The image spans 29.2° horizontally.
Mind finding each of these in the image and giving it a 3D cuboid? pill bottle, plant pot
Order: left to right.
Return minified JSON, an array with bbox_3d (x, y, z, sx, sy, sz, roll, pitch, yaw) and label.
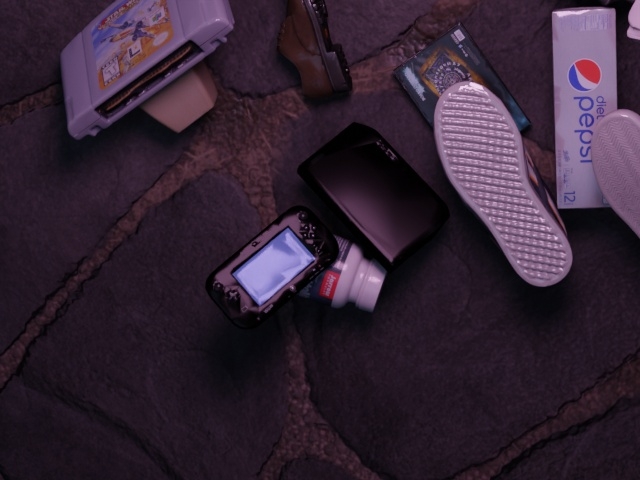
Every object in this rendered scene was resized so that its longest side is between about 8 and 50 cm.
[{"bbox_3d":[-0.216,-0.230,1.871,0.109,0.109,0.096,-36,108,15],"label":"plant pot"},{"bbox_3d":[0.009,0.043,1.887,0.180,0.108,0.108,19,105,5],"label":"pill bottle"}]

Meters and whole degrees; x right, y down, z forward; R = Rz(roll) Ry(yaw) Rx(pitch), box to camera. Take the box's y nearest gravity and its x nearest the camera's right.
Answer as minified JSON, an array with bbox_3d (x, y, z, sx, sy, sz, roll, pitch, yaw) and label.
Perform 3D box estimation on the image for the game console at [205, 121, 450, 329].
[{"bbox_3d":[0.000,0.000,1.821,0.361,0.044,0.213,-40,77,-13],"label":"game console"}]

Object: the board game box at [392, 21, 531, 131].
[{"bbox_3d":[0.212,-0.215,1.839,0.126,0.026,0.186,-34,95,15],"label":"board game box"}]

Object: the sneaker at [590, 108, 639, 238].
[{"bbox_3d":[0.486,-0.090,1.748,0.108,0.169,0.293,-17,116,38],"label":"sneaker"}]

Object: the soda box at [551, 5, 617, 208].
[{"bbox_3d":[0.384,-0.194,1.779,0.091,0.098,0.286,-2,101,11],"label":"soda box"}]

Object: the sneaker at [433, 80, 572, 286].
[{"bbox_3d":[0.262,-0.085,1.807,0.126,0.127,0.321,-26,96,11],"label":"sneaker"}]

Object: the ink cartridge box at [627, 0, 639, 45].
[{"bbox_3d":[0.625,-0.292,1.565,0.394,0.166,0.286,24,95,-31],"label":"ink cartridge box"}]

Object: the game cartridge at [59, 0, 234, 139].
[{"bbox_3d":[-0.266,-0.295,1.822,0.297,0.198,0.062,-33,140,17],"label":"game cartridge"}]

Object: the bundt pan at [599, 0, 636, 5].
[{"bbox_3d":[0.419,-0.454,1.637,0.330,0.124,0.331,5,128,7],"label":"bundt pan"}]

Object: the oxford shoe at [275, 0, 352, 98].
[{"bbox_3d":[-0.033,-0.318,1.830,0.096,0.083,0.227,-16,98,17],"label":"oxford shoe"}]
